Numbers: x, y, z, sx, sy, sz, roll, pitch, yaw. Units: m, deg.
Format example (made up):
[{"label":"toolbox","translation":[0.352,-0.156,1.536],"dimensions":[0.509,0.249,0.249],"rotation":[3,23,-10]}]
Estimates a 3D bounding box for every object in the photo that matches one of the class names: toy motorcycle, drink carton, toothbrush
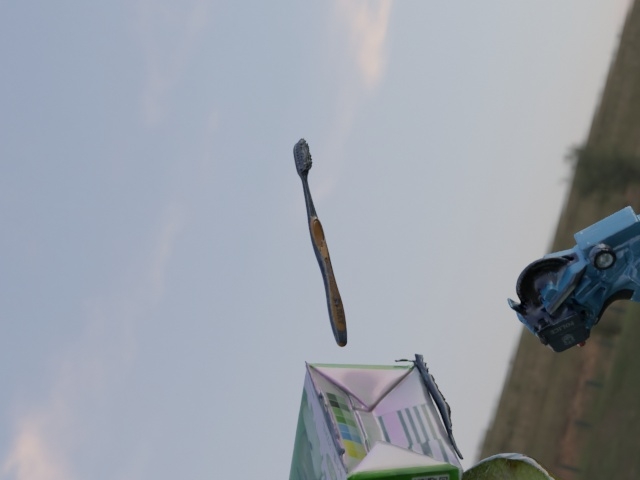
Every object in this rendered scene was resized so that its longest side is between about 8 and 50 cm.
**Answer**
[{"label":"toy motorcycle","translation":[0.366,0.048,1.754],"dimensions":[0.182,0.272,0.123],"rotation":[56,-167,-32]},{"label":"drink carton","translation":[0.039,0.248,1.289],"dimensions":[0.161,0.108,0.271],"rotation":[-111,24,-53]},{"label":"toothbrush","translation":[-0.001,0.001,2.072],"dimensions":[0.031,0.023,0.320],"rotation":[127,136,-60]}]

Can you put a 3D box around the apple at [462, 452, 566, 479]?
[{"label":"apple","translation":[0.184,0.276,1.237],"dimensions":[0.265,0.120,0.193],"rotation":[143,125,-59]}]
